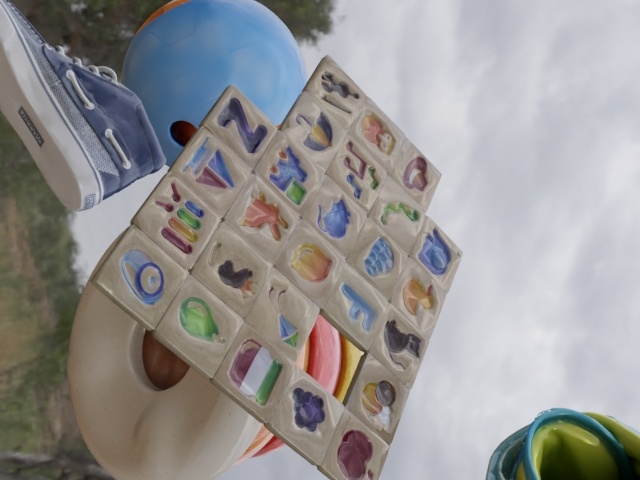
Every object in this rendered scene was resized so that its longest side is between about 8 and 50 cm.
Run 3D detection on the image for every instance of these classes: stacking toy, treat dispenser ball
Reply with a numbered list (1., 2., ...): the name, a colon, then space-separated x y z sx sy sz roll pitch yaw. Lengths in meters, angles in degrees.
1. stacking toy: -0.061 0.166 1.216 0.350 0.479 0.351 -12 -110 35
2. treat dispenser ball: -0.163 -0.238 1.393 0.288 0.288 0.288 174 -90 -73

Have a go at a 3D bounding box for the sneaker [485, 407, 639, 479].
1. sneaker: 0.143 0.202 0.619 0.319 0.127 0.208 -14 -66 49

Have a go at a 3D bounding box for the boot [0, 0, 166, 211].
1. boot: -0.202 -0.120 0.703 0.069 0.086 0.190 -22 -82 53

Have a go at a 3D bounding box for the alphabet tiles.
1. alphabet tiles: 0.000 0.000 0.533 0.009 0.198 0.237 -26 -152 46
